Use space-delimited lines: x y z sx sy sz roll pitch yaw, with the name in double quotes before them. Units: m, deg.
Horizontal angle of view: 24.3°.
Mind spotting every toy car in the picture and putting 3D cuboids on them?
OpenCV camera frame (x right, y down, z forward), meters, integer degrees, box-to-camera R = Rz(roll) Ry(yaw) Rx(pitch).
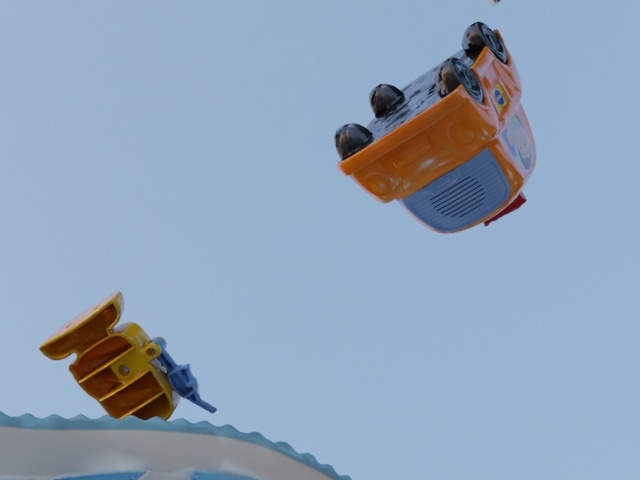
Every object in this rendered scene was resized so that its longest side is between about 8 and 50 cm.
"toy car" 0.000 0.000 0.342 0.122 0.060 0.040 -35 -81 8

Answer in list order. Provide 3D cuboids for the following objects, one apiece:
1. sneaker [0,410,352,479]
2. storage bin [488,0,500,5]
"sneaker" -0.067 0.085 0.295 0.229 0.092 0.087 16 -41 -39
"storage bin" 0.083 -0.293 0.644 0.260 0.123 0.262 -43 -92 3
